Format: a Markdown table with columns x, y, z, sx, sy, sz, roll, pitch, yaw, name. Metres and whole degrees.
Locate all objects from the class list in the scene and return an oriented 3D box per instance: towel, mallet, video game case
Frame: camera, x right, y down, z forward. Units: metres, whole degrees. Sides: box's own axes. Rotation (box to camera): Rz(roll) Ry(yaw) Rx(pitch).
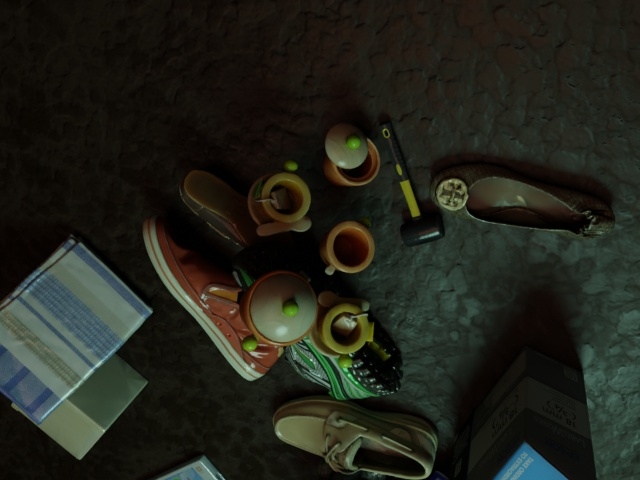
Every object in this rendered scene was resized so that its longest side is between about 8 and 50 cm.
| x | y | z | sx | sy | sz | roll | pitch | yaw | name |
| --- | --- | --- | --- | --- | --- | --- | --- | --- | --- |
| -0.472 | 0.156 | 1.094 | 0.209 | 0.034 | 0.285 | 44 | 77 | -5 | towel |
| 0.133 | -0.082 | 0.881 | 0.063 | 0.039 | 0.189 | -8 | 107 | 23 | mallet |
| -0.268 | 0.572 | 1.322 | 0.212 | 0.023 | 0.193 | -32 | 101 | 28 | video game case |

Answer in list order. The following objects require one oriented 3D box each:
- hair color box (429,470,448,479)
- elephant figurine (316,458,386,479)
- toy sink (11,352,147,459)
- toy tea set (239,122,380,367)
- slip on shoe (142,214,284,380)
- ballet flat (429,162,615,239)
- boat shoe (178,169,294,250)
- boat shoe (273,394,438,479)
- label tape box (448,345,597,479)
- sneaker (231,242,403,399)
| x | y | z | sx | sy | sz | roll | pitch | yaw | name |
| --- | --- | --- | --- | --- | --- | --- | --- | --- | --- |
| 0.178 | 0.589 | 1.016 | 0.185 | 0.110 | 0.338 | 43 | 79 | -13 | hair color box |
| 0.031 | 0.503 | 1.066 | 0.170 | 0.239 | 0.185 | -15 | 108 | 24 | elephant figurine |
| -0.492 | 0.280 | 1.188 | 0.234 | 0.152 | 0.131 | 41 | 120 | -4 | toy sink |
| 0.000 | 0.000 | 0.808 | 0.200 | 0.124 | 0.335 | 7 | 82 | -20 | toy tea set |
| -0.175 | 0.085 | 1.024 | 0.101 | 0.123 | 0.331 | -37 | 99 | 5 | slip on shoe |
| 0.273 | -0.048 | 0.834 | 0.250 | 0.058 | 0.084 | 15 | 117 | 11 | ballet flat |
| -0.135 | -0.038 | 0.973 | 0.207 | 0.073 | 0.073 | 40 | 157 | -13 | boat shoe |
| 0.050 | 0.353 | 1.071 | 0.303 | 0.098 | 0.109 | 6 | 116 | 16 | boat shoe |
| 0.272 | 0.341 | 0.857 | 0.106 | 0.333 | 0.240 | 27 | 119 | 5 | label tape box |
| -0.024 | 0.147 | 0.960 | 0.146 | 0.134 | 0.343 | -28 | 114 | 31 | sneaker |
